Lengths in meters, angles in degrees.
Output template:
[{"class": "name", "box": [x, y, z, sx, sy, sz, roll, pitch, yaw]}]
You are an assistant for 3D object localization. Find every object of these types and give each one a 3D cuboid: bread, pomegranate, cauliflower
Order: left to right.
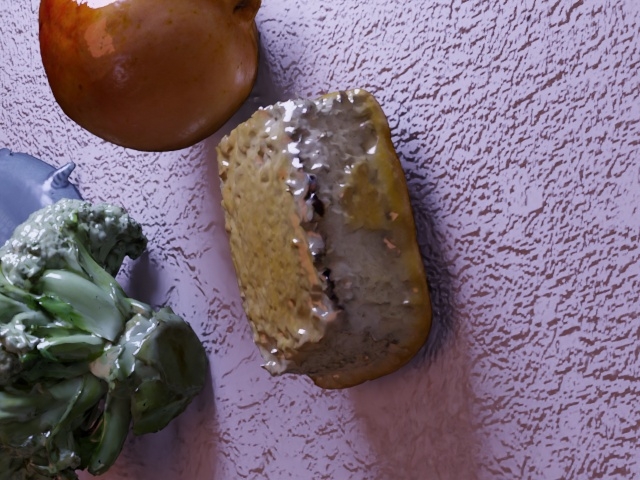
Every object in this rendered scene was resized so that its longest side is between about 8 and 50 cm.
[{"class": "cauliflower", "box": [-0.235, 0.115, 1.762, 0.250, 0.272, 0.275, 6, 112, 21]}, {"class": "pomegranate", "box": [-0.155, -0.182, 1.658, 0.209, 0.209, 0.209, 0, 90, 52]}, {"class": "bread", "box": [0.000, 0.000, 1.529, 0.174, 0.121, 0.245, -35, 67, 55]}]

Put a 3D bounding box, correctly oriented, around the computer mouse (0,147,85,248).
[{"class": "computer mouse", "box": [-0.375, 0.062, 1.959, 0.371, 0.122, 0.188, -46, 58, 1]}]
